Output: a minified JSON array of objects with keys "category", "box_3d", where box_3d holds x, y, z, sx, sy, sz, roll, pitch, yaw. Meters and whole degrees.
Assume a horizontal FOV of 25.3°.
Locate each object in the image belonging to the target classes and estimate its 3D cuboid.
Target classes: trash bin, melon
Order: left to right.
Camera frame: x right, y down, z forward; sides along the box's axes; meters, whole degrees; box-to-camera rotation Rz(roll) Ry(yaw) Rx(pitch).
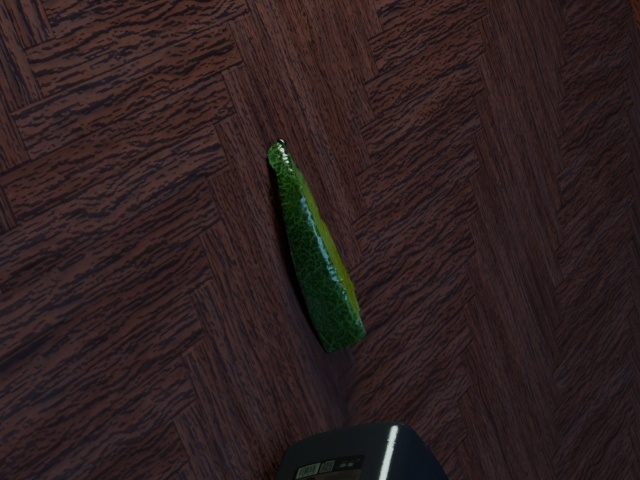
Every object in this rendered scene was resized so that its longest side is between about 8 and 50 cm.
[{"category":"melon","box_3d":[-0.001,-0.001,1.719,0.114,0.053,0.262,-41,114,-61]},{"category":"trash bin","box_3d":[0.024,0.346,1.502,0.182,0.209,0.290,54,34,-29]}]
